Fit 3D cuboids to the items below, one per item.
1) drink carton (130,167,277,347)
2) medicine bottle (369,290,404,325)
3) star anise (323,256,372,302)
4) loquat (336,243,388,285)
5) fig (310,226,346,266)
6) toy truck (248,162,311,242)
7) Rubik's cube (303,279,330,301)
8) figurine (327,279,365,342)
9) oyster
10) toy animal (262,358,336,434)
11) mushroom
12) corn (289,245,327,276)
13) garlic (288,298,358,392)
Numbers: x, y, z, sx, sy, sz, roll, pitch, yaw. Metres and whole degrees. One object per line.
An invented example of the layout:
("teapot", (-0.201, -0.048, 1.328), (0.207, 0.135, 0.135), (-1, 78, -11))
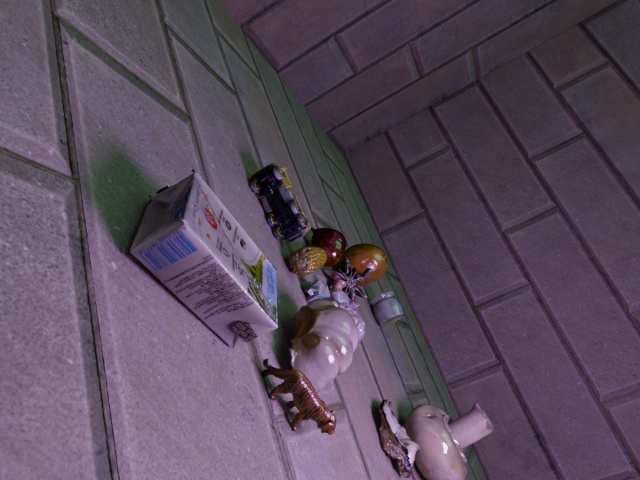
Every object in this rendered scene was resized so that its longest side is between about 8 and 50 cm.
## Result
("drink carton", (-0.224, 0.044, 0.921), (0.324, 0.132, 0.194), (55, 16, -34))
("medicine bottle", (0.340, 0.350, 2.282), (0.147, 0.147, 0.143), (33, 29, -62))
("star anise", (0.119, 0.173, 1.848), (0.231, 0.089, 0.209), (8, 77, -34))
("loquat", (0.194, 0.106, 2.024), (0.193, 0.238, 0.238), (63, 15, -1))
("fig", (0.027, 0.006, 1.802), (0.149, 0.148, 0.202), (-6, 79, -47))
("toy truck", (-0.129, -0.129, 1.565), (0.272, 0.124, 0.157), (64, 15, 3))
("Rubik's cube", (-0.016, 0.169, 1.521), (0.084, 0.075, 0.073), (41, 29, -53))
("figurine", (0.071, 0.264, 1.557), (0.200, 0.133, 0.276), (41, 20, -36))
("oyster", (0.270, 0.695, 1.568), (0.259, 0.092, 0.198), (60, 12, 26))
("toy animal", (-0.050, 0.359, 1.023), (0.241, 0.099, 0.057), (60, 14, -13))
("mushroom", (0.513, 0.781, 1.754), (0.314, 0.336, 0.314), (53, 10, -14))
("corn", (-0.040, 0.065, 1.586), (0.106, 0.106, 0.293), (63, 10, 2))
("garlic", (0.018, 0.290, 1.225), (0.281, 0.185, 0.203), (-96, 174, -58))
